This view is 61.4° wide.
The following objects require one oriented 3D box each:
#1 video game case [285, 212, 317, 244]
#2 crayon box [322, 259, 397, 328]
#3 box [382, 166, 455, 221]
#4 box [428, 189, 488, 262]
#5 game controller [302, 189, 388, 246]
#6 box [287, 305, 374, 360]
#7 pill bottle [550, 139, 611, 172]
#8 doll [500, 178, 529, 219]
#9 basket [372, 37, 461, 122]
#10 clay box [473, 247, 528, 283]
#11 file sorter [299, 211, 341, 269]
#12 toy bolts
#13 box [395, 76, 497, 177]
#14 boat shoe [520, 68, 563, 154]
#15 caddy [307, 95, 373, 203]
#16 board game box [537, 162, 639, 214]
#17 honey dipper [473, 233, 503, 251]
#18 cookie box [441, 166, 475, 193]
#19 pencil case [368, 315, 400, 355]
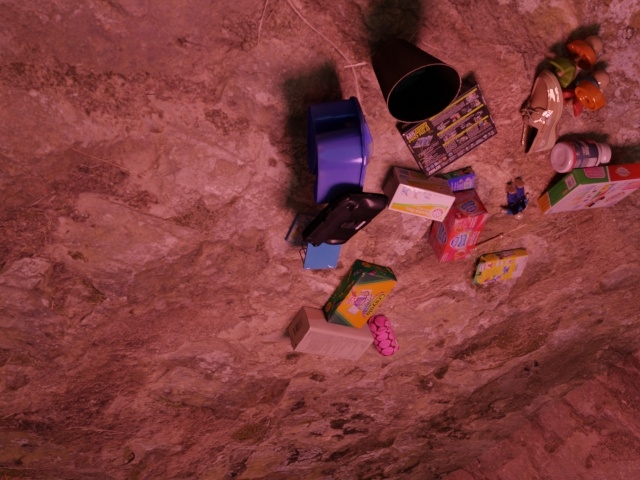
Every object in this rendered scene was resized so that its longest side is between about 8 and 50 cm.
[{"bbox_3d":[-0.025,-0.030,1.873,0.166,0.015,0.119,11,125,-27],"label":"video game case"},{"bbox_3d":[0.150,0.213,2.096,0.165,0.081,0.278,15,123,-29],"label":"crayon box"},{"bbox_3d":[0.327,-0.153,1.796,0.203,0.114,0.103,12,126,-14],"label":"box"},{"bbox_3d":[0.489,-0.047,1.932,0.128,0.123,0.257,-10,143,-11],"label":"box"},{"bbox_3d":[0.069,-0.062,1.607,0.166,0.067,0.319,-7,161,-28],"label":"game controller"},{"bbox_3d":[0.043,0.379,2.175,0.311,0.121,0.148,17,122,-30],"label":"box"},{"bbox_3d":[0.919,-0.299,1.901,0.180,0.108,0.108,-7,131,-14],"label":"pill bottle"},{"bbox_3d":[0.729,-0.142,2.012,0.129,0.046,0.189,-34,139,-1],"label":"doll"},{"bbox_3d":[0.239,-0.446,1.461,0.204,0.227,0.154,-21,133,0],"label":"basket"},{"bbox_3d":[0.733,0.107,2.224,0.222,0.053,0.127,-8,131,-11],"label":"clay box"},{"bbox_3d":[0.000,0.000,1.825,0.118,0.104,0.170,-2,130,-17],"label":"file sorter"},{"bbox_3d":[0.837,-0.494,1.660,0.158,0.218,0.228,-39,149,7],"label":"toy bolts"},{"bbox_3d":[0.405,-0.352,1.713,0.270,0.060,0.216,-33,131,10],"label":"box"},{"bbox_3d":[0.704,-0.404,1.741,0.098,0.109,0.302,-21,138,-3],"label":"boat shoe"},{"bbox_3d":[0.063,-0.250,1.543,0.179,0.241,0.341,-5,150,-5],"label":"caddy"},{"bbox_3d":[1.007,-0.190,1.986,0.316,0.064,0.242,-7,159,-14],"label":"board game box"},{"bbox_3d":[0.651,0.012,2.130,0.160,0.030,0.030,-23,133,-1],"label":"honey dipper"},{"bbox_3d":[0.480,-0.198,1.882,0.107,0.040,0.092,-16,133,-4],"label":"cookie box"},{"bbox_3d":[0.272,0.406,2.300,0.098,0.095,0.209,3,141,26],"label":"pencil case"}]
